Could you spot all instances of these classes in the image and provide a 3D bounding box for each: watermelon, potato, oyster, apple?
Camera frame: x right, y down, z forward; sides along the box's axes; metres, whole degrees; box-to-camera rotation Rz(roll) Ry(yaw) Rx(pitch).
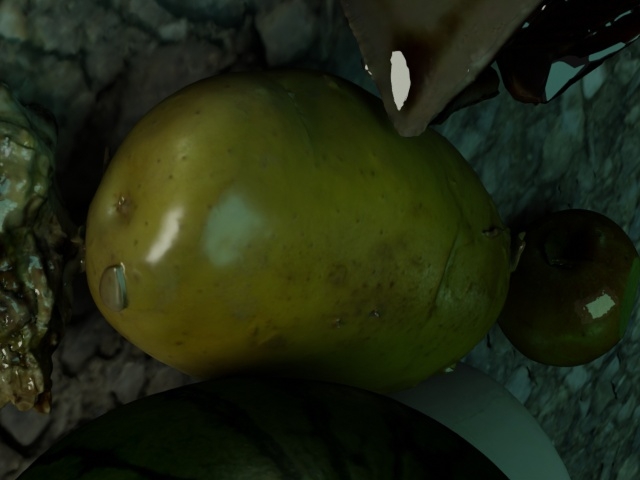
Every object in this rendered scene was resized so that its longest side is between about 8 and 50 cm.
[{"bbox_3d":[0.013,0.197,0.557,0.330,0.331,0.189,-28,173,-33],"label":"watermelon"},{"bbox_3d":[0.000,0.000,0.719,0.300,0.140,0.173,16,91,-50],"label":"potato"},{"bbox_3d":[-0.153,0.003,0.640,0.108,0.053,0.166,-40,130,-37],"label":"oyster"},{"bbox_3d":[0.177,0.035,0.962,0.102,0.099,0.114,74,32,-47],"label":"apple"}]

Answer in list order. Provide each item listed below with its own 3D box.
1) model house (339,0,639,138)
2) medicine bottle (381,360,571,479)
[{"bbox_3d":[0.134,-0.257,0.693,0.282,0.297,0.317,-23,87,-50],"label":"model house"},{"bbox_3d":[-0.023,0.214,0.774,0.325,0.212,0.212,-20,126,-39],"label":"medicine bottle"}]
